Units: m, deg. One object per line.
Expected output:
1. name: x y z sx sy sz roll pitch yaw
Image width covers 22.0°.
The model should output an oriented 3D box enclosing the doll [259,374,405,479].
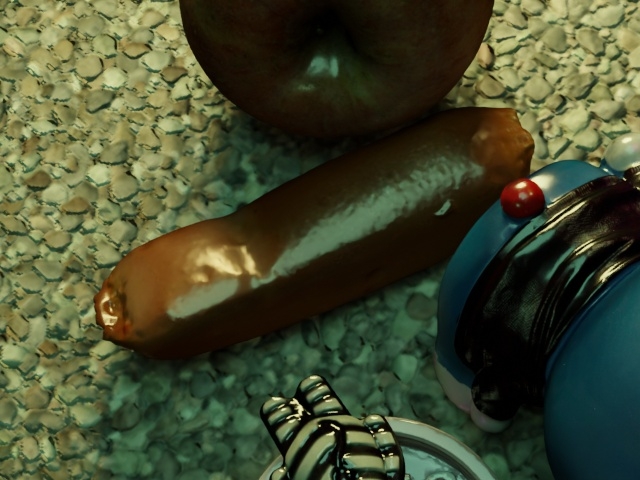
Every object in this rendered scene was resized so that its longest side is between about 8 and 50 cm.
1. doll: 0.034 0.184 1.076 0.091 0.067 0.219 -29 61 -10

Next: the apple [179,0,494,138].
1. apple: 0.015 -0.207 1.228 0.254 0.253 0.253 -2 66 5

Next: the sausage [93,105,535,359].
1. sausage: 0.000 0.001 1.222 0.348 0.094 0.097 -25 46 -5

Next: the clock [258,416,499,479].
1. clock: 0.041 0.224 1.131 0.197 0.068 0.196 -2 66 4

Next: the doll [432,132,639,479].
1. doll: 0.232 0.089 1.087 0.284 0.240 0.310 -46 64 -1
